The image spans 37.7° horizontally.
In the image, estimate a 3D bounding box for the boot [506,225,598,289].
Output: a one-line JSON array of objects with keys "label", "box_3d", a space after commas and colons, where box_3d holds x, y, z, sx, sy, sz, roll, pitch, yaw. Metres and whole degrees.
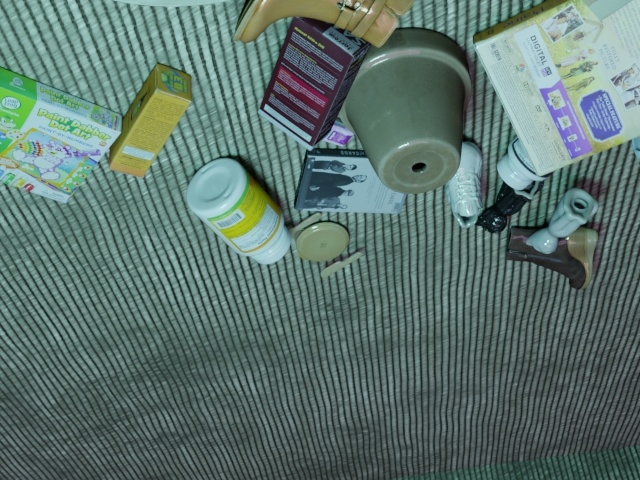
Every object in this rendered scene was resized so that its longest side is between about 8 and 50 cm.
[{"label": "boot", "box_3d": [0.555, 0.037, 2.276, 0.207, 0.090, 0.248, 1, 146, 10]}]

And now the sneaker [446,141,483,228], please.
[{"label": "sneaker", "box_3d": [0.309, -0.112, 1.980, 0.090, 0.115, 0.232, -13, 143, 8]}]

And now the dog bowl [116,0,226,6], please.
[{"label": "dog bowl", "box_3d": [-0.187, -0.472, 1.277, 0.408, 0.150, 0.408, -8, 170, -1]}]

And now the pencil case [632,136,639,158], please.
[{"label": "pencil case", "box_3d": [0.779, -0.218, 1.918, 0.273, 0.113, 0.124, 1, 121, -9]}]

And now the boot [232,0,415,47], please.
[{"label": "boot", "box_3d": [0.010, -0.384, 1.525, 0.220, 0.109, 0.283, 35, 108, -22]}]

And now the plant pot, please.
[{"label": "plant pot", "box_3d": [0.164, -0.218, 1.720, 0.263, 0.229, 0.263, -5, 142, -4]}]

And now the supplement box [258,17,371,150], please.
[{"label": "supplement box", "box_3d": [-0.014, -0.290, 1.674, 0.130, 0.073, 0.239, 37, 139, 8]}]

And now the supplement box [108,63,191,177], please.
[{"label": "supplement box", "box_3d": [-0.322, -0.221, 1.761, 0.080, 0.078, 0.233, 14, 139, -26]}]

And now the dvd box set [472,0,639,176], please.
[{"label": "dvd box set", "box_3d": [0.528, -0.324, 1.689, 0.420, 0.062, 0.307, -23, 118, 20]}]

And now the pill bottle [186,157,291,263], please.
[{"label": "pill bottle", "box_3d": [-0.161, -0.052, 1.965, 0.136, 0.136, 0.245, -21, 142, 17]}]

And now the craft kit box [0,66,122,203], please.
[{"label": "craft kit box", "box_3d": [-0.545, -0.193, 1.783, 0.250, 0.061, 0.246, 19, 134, -31]}]

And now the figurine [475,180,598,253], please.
[{"label": "figurine", "box_3d": [0.473, -0.053, 2.087, 0.215, 0.092, 0.209, 22, 147, -5]}]

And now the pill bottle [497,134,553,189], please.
[{"label": "pill bottle", "box_3d": [0.451, -0.190, 1.906, 0.108, 0.108, 0.193, 16, 138, -29]}]

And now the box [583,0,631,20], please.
[{"label": "box", "box_3d": [0.527, -0.505, 1.466, 0.311, 0.148, 0.121, -33, 136, 29]}]

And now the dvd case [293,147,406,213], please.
[{"label": "dvd case", "box_3d": [0.074, -0.124, 1.998, 0.239, 0.029, 0.179, 1, 143, -12]}]

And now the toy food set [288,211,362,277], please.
[{"label": "toy food set", "box_3d": [0.000, 0.000, 2.154, 0.132, 0.038, 0.192, -30, 133, 17]}]

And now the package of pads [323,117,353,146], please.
[{"label": "package of pads", "box_3d": [0.021, -0.219, 1.858, 0.083, 0.032, 0.050, 15, 141, -28]}]
